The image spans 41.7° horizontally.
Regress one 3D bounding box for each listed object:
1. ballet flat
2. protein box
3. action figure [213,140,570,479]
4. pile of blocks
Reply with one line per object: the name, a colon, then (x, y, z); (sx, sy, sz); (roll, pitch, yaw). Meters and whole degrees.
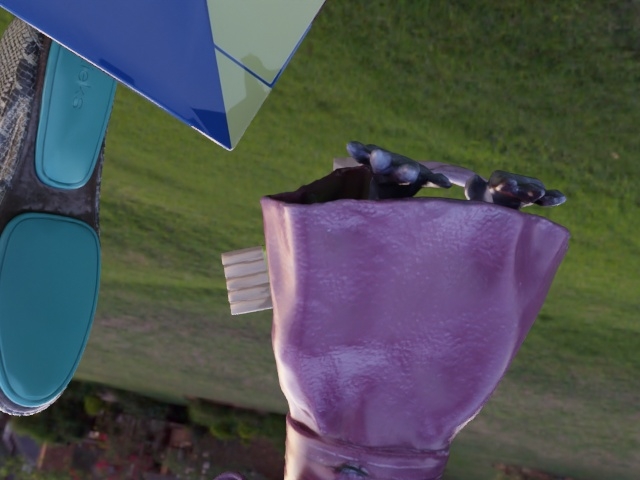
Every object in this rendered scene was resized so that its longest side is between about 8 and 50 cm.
ballet flat: (-0.345, -0.046, 0.997); (0.182, 0.482, 0.164); (2, 173, 38)
protein box: (-0.131, -0.182, 0.511); (0.200, 0.136, 0.201); (31, -177, -36)
action figure: (0.016, 0.124, 0.535); (0.248, 0.370, 0.276); (12, -171, -9)
pile of blocks: (0.000, 0.000, 1.365); (0.362, 0.149, 0.113); (-39, 161, 23)
